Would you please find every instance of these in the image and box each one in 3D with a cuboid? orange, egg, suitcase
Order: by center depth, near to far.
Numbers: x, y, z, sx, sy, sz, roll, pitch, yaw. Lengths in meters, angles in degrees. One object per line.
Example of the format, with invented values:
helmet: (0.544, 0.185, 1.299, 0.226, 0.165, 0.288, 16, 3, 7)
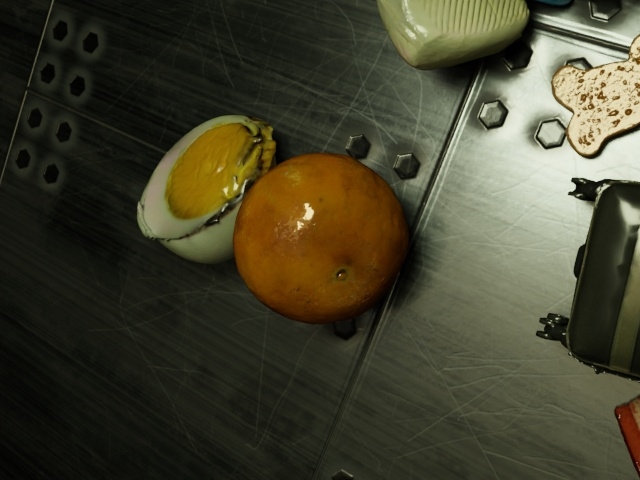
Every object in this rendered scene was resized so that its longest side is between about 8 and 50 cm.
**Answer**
suitcase: (0.525, 0.064, 0.943, 0.434, 0.194, 0.283, 14, 96, 25)
orange: (0.000, 0.000, 1.167, 0.283, 0.284, 0.226, -63, 27, 13)
egg: (-0.177, -0.085, 1.325, 0.264, 0.174, 0.286, 23, 77, 43)

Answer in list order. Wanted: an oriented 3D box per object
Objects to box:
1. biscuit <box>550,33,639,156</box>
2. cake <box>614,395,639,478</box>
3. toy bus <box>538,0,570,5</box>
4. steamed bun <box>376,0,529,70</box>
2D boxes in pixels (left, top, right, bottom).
biscuit: (0.475, -0.217, 1.057, 0.250, 0.036, 0.165, -17, 82, 30)
cake: (0.550, 0.339, 1.008, 0.158, 0.160, 0.262, -33, 41, 24)
toy bus: (0.358, -0.513, 1.013, 0.190, 0.152, 0.312, -178, 93, -66)
steamed bun: (0.191, -0.344, 1.113, 0.169, 0.239, 0.152, 68, 155, 9)
